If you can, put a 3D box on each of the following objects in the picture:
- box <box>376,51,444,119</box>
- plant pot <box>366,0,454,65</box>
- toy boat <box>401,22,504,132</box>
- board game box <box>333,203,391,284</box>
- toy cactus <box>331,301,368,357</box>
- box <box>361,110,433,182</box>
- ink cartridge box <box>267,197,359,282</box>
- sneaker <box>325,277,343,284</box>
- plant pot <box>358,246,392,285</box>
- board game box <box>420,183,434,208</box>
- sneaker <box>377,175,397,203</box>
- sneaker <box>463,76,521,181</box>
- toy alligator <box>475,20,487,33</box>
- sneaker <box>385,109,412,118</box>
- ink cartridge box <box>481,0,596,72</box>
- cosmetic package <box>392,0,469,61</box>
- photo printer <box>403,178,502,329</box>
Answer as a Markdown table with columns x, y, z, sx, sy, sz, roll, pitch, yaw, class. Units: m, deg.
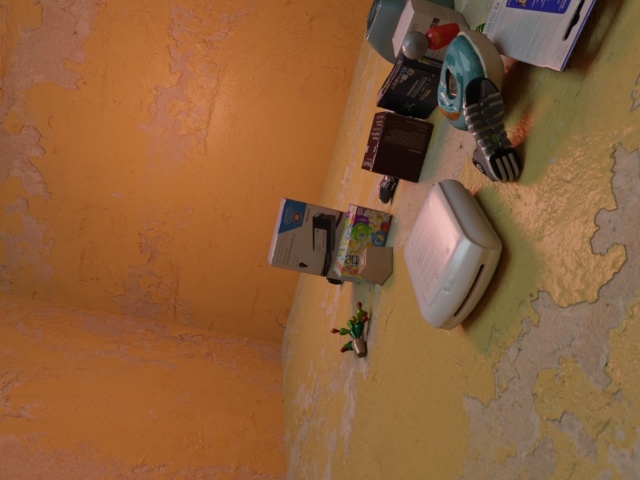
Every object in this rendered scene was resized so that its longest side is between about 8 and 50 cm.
| x | y | z | sx | sy | sz | roll | pitch | yaw | class |
| --- | --- | --- | --- | --- | --- | --- | --- | --- | --- |
| 0.303 | -0.491 | 1.518 | 0.232 | 0.183 | 0.059 | 130 | 150 | -67 | box |
| 0.302 | -0.781 | 1.690 | 0.248 | 0.252 | 0.247 | 116 | 162 | -56 | plant pot |
| 0.318 | -0.412 | 1.162 | 0.267 | 0.148 | 0.318 | 72 | 180 | -60 | toy boat |
| 0.159 | 0.011 | 1.828 | 0.142 | 0.144 | 0.275 | -132 | 55 | -77 | board game box |
| 0.124 | 0.356 | 1.773 | 0.219 | 0.112 | 0.180 | -63 | 26 | 27 | toy cactus |
| 0.256 | -0.320 | 1.619 | 0.168 | 0.167 | 0.203 | -120 | 44 | -76 | box |
| 0.000 | 0.000 | 2.015 | 0.166 | 0.395 | 0.285 | -147 | 70 | -77 | ink cartridge box |
| 0.073 | 0.078 | 2.242 | 0.292 | 0.110 | 0.118 | 91 | -164 | -46 | sneaker |
| 0.192 | 0.084 | 1.687 | 0.109 | 0.096 | 0.109 | 115 | 164 | -55 | plant pot |
| 0.327 | -0.105 | 1.386 | 0.090 | 0.020 | 0.090 | -92 | 18 | -54 | board game box |
| 0.259 | -0.217 | 1.799 | 0.065 | 0.061 | 0.157 | 179 | 102 | -73 | sneaker |
| 0.355 | -0.231 | 1.042 | 0.132 | 0.086 | 0.228 | 45 | -151 | -89 | sneaker |
| 0.437 | -0.538 | 1.205 | 0.189 | 0.051 | 0.056 | -113 | 36 | -73 | toy alligator |
| 0.271 | -0.411 | 1.799 | 0.152 | 0.114 | 0.305 | -109 | 33 | -74 | sneaker |
| 0.450 | -0.454 | 0.964 | 0.371 | 0.069 | 0.175 | -100 | 24 | -61 | ink cartridge box |
| 0.342 | -0.652 | 1.499 | 0.151 | 0.184 | 0.151 | -88 | 14 | -46 | cosmetic package |
| 0.300 | 0.035 | 1.108 | 0.307 | 0.107 | 0.256 | -94 | 18 | -56 | photo printer |
